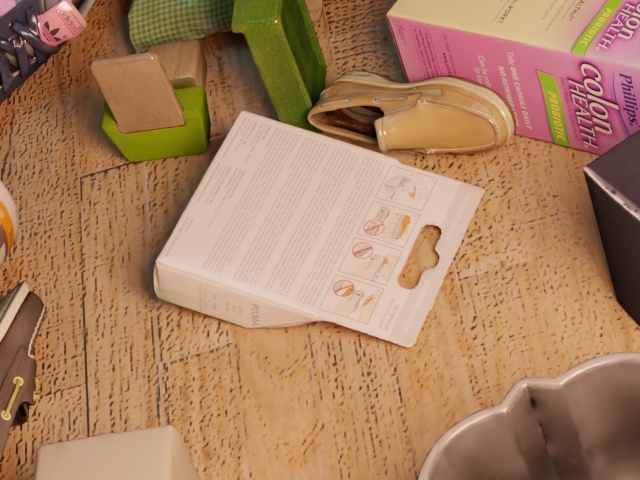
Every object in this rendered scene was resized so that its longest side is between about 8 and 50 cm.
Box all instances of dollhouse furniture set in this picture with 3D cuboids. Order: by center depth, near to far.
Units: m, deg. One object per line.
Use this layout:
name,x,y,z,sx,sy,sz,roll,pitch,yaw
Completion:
dollhouse furniture set,-0.101,-0.240,1.698,0.197,0.151,0.301,-7,50,14

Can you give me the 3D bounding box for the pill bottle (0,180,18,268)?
pill bottle,-0.369,0.057,1.525,0.162,0.162,0.278,2,49,23

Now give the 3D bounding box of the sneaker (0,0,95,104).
sneaker,-0.296,-0.194,1.752,0.131,0.112,0.319,13,63,38

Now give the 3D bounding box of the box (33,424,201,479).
box,-0.147,0.267,1.286,0.113,0.094,0.275,-9,45,12

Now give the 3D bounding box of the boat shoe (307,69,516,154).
boat shoe,0.072,-0.097,1.567,0.190,0.068,0.072,7,33,40

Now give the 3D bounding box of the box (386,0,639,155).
box,0.220,-0.196,1.575,0.243,0.117,0.213,16,55,33

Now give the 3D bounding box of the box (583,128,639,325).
box,0.312,-0.030,1.354,0.207,0.153,0.108,-32,45,-11

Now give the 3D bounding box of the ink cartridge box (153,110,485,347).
ink cartridge box,0.000,0.000,1.534,0.225,0.056,0.181,19,55,12

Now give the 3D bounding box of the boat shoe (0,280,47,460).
boat shoe,-0.265,0.130,1.485,0.081,0.069,0.227,-39,22,44

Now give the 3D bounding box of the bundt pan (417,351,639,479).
bundt pan,0.205,0.232,1.165,0.331,0.124,0.331,-11,45,12
